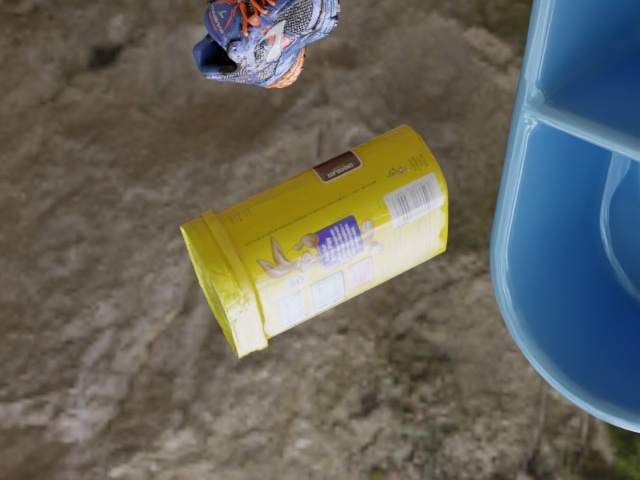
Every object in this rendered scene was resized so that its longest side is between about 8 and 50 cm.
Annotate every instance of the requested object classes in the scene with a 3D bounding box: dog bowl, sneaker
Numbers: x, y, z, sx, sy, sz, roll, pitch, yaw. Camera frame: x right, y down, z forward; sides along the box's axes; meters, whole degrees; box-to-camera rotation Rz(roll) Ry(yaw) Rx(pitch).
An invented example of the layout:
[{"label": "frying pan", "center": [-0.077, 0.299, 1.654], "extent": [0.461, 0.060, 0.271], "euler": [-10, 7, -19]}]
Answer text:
[{"label": "dog bowl", "center": [0.156, -0.044, 0.530], "extent": [0.166, 0.297, 0.074], "euler": [27, -141, 29]}, {"label": "sneaker", "center": [-0.046, -0.180, 1.016], "extent": [0.087, 0.083, 0.221], "euler": [-12, 160, -21]}]

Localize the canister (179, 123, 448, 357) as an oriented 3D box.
[{"label": "canister", "center": [0.000, 0.000, 0.881], "extent": [0.170, 0.073, 0.126], "euler": [-26, 153, -10]}]
